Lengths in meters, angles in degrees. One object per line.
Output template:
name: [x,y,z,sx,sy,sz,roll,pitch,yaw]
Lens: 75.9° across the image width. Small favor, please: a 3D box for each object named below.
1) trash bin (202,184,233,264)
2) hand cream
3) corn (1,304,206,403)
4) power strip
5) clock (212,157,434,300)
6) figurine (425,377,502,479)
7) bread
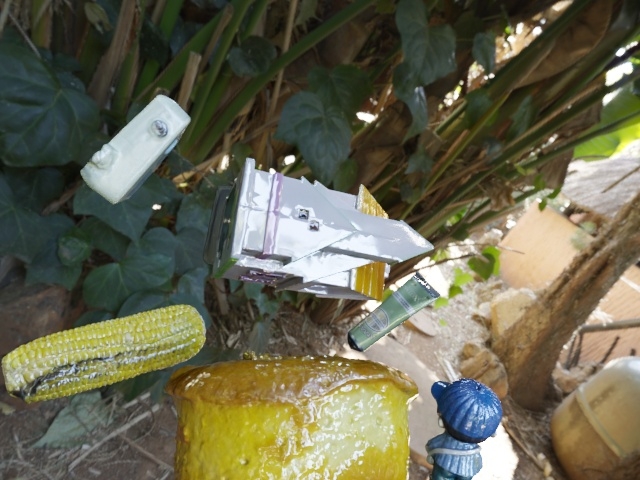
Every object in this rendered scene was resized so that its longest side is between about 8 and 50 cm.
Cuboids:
trash bin: [-0.160,-0.030,0.934,0.114,0.166,0.225,13,5,5]
hand cream: [0.153,0.167,0.928,0.086,0.235,0.055,52,2,42]
corn: [-0.228,0.122,0.457,0.202,0.072,0.072,-9,44,-34]
power strip: [-0.220,-0.104,0.503,0.046,0.118,0.270,44,-11,-21]
clock: [0.000,0.000,0.662,0.309,0.166,0.235,12,-15,-18]
figurine: [0.173,0.248,0.521,0.086,0.150,0.087,14,-1,14]
bread: [-0.030,0.197,0.435,0.268,0.268,0.146,16,65,-32]
